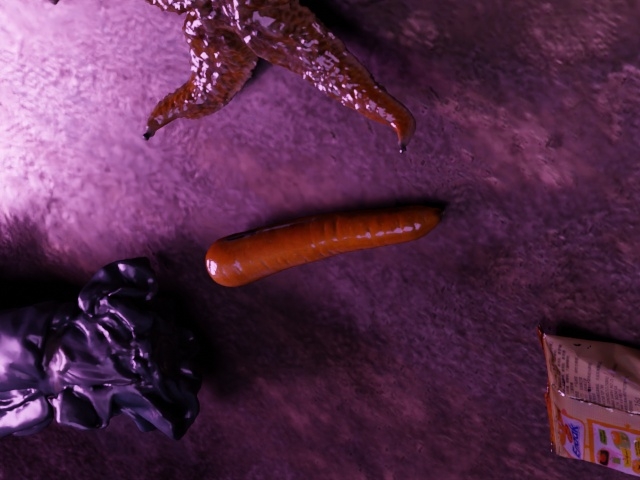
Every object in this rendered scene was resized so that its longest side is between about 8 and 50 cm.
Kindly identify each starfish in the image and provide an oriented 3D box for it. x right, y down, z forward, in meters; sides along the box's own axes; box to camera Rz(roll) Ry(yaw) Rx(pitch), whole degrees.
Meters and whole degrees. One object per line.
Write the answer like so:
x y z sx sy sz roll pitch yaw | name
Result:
-0.058 -0.128 1.120 0.247 0.050 0.138 6 127 36 | starfish

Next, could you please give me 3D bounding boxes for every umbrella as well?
-0.251 0.088 1.361 0.349 0.094 0.143 -5 102 27 | umbrella

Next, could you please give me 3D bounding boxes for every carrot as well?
0.000 0.000 1.186 0.190 0.037 0.037 -13 116 35 | carrot

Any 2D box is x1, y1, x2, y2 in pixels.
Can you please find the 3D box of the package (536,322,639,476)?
0.198 0.111 1.156 0.121 0.031 0.108 12 128 30 | package
